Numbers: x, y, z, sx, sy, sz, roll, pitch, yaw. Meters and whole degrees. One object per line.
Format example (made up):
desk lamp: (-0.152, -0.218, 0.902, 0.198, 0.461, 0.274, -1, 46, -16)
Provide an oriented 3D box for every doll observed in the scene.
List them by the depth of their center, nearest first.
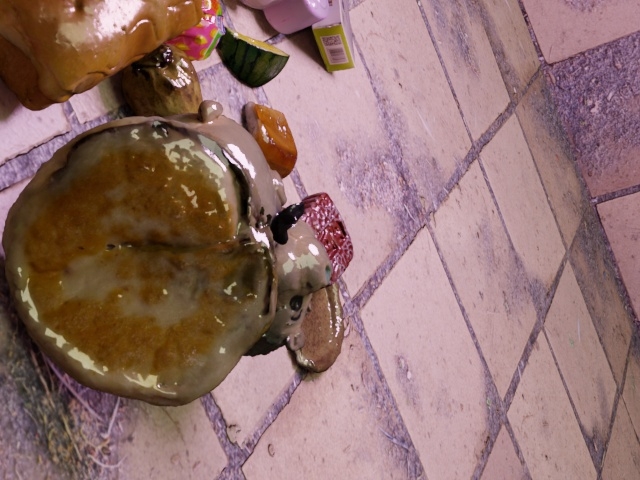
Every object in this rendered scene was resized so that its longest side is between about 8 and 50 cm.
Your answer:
doll: (-0.126, -0.006, 1.400, 0.349, 0.247, 0.247, 66, 28, -22)

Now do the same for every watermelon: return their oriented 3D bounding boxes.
watermelon: (-0.117, -0.304, 1.812, 0.092, 0.075, 0.181, 35, 14, 23)

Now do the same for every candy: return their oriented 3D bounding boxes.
candy: (-0.279, -0.334, 1.476, 0.365, 0.124, 0.124, 10, 66, -51)

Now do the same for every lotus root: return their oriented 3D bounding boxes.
lotus root: (-0.213, -0.188, 1.513, 0.108, 0.094, 0.191, -33, 123, -21)

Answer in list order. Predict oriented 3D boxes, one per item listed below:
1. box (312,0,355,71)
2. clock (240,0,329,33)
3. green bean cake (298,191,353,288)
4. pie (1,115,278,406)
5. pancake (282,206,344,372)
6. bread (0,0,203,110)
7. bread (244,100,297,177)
box: (0.015, -0.483, 2.068, 0.175, 0.062, 0.260, 61, 23, -68)
clock: (-0.114, -0.542, 1.861, 0.322, 0.113, 0.295, 25, 54, -55)
green bean cake: (0.000, 0.000, 1.766, 0.136, 0.056, 0.135, 65, 28, -17)
pie: (-0.197, 0.025, 1.230, 0.339, 0.339, 0.077, 65, -13, -17)
pancake: (-0.042, 0.081, 1.738, 0.286, 0.033, 0.288, -15, 89, -64)
bread: (-0.270, -0.306, 1.312, 0.344, 0.149, 0.195, -47, 113, -41)
bread: (-0.080, -0.175, 1.798, 0.129, 0.044, 0.126, 14, 62, -56)
